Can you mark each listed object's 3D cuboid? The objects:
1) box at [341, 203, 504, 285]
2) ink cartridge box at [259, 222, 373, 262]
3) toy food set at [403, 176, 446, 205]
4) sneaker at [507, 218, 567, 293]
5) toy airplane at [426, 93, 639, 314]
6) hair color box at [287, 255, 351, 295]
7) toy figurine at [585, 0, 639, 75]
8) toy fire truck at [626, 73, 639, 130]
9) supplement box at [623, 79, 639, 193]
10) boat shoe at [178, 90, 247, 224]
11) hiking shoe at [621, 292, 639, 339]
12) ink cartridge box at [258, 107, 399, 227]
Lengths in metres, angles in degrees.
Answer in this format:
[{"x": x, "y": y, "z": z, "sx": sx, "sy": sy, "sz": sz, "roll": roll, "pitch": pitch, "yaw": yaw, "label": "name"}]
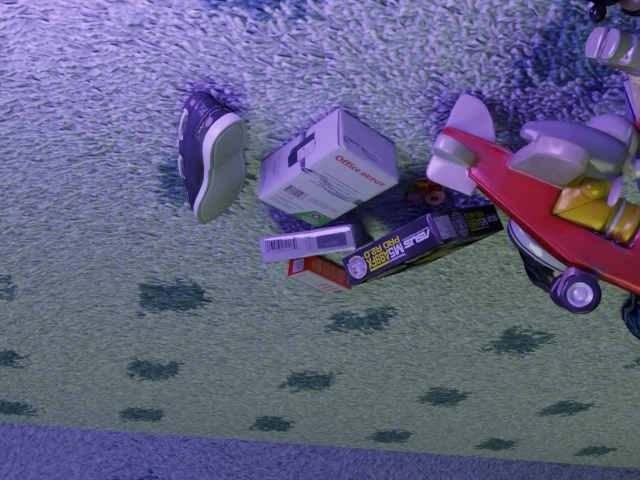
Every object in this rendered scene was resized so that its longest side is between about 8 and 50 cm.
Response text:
[{"x": 0.204, "y": 0.006, "z": 1.313, "sx": 0.216, "sy": 0.060, "sz": 0.270, "roll": -29, "pitch": 168, "yaw": 37, "label": "box"}, {"x": 0.000, "y": 0.000, "z": 1.383, "sx": 0.188, "sy": 0.066, "sz": 0.232, "roll": -9, "pitch": -175, "yaw": 14, "label": "ink cartridge box"}, {"x": 0.199, "y": -0.093, "z": 1.302, "sx": 0.082, "sy": 0.020, "sz": 0.083, "roll": -7, "pitch": 148, "yaw": 11, "label": "toy food set"}, {"x": 0.480, "y": 0.041, "z": 1.426, "sx": 0.321, "sy": 0.126, "sz": 0.127, "roll": 21, "pitch": 137, "yaw": -33, "label": "sneaker"}, {"x": 0.360, "y": -0.103, "z": 1.056, "sx": 0.272, "sy": 0.386, "sz": 0.384, "roll": -46, "pitch": 125, "yaw": 8, "label": "toy airplane"}, {"x": 0.000, "y": 0.080, "z": 1.552, "sx": 0.141, "sy": 0.043, "sz": 0.071, "roll": 28, "pitch": 148, "yaw": -37, "label": "hair color box"}, {"x": 0.411, "y": -0.303, "z": 0.787, "sx": 0.148, "sy": 0.210, "sz": 0.213, "roll": 8, "pitch": 149, "yaw": -25, "label": "toy figurine"}, {"x": 0.483, "y": -0.242, "z": 0.940, "sx": 0.135, "sy": 0.047, "sz": 0.192, "roll": -28, "pitch": 105, "yaw": 24, "label": "toy fire truck"}, {"x": 0.570, "y": -0.166, "z": 1.102, "sx": 0.111, "sy": 0.114, "sz": 0.220, "roll": -13, "pitch": 145, "yaw": 19, "label": "supplement box"}, {"x": -0.191, "y": -0.137, "z": 1.164, "sx": 0.114, "sy": 0.091, "sz": 0.303, "roll": -36, "pitch": 164, "yaw": -32, "label": "boat shoe"}, {"x": 0.829, "y": 0.209, "z": 1.699, "sx": 0.113, "sy": 0.132, "sz": 0.304, "roll": -12, "pitch": 147, "yaw": 19, "label": "hiking shoe"}, {"x": 0.014, "y": -0.121, "z": 1.189, "sx": 0.153, "sy": 0.087, "sz": 0.208, "roll": 27, "pitch": 140, "yaw": -36, "label": "ink cartridge box"}]
